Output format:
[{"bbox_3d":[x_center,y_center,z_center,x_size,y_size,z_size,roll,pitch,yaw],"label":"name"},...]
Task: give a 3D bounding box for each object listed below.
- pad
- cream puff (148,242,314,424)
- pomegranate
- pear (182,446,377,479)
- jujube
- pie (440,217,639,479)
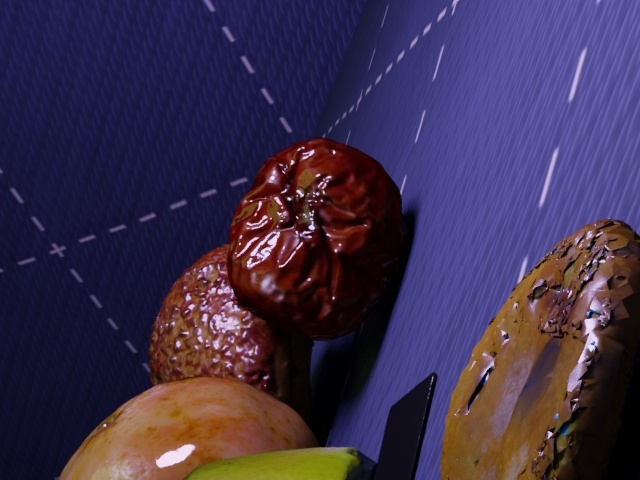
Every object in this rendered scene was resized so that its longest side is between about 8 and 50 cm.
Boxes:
[{"bbox_3d":[0.063,0.260,1.391,0.170,0.006,0.246,121,165,-67],"label":"pad"},{"bbox_3d":[-0.118,0.164,1.921,0.350,0.228,0.351,-176,90,-89],"label":"cream puff"},{"bbox_3d":[-0.134,0.326,1.651,0.342,0.342,0.343,-162,90,-83],"label":"pomegranate"},{"bbox_3d":[-0.092,0.359,1.331,0.399,0.165,0.399,20,-90,-82],"label":"pear"},{"bbox_3d":[0.000,0.000,1.730,0.213,0.213,0.232,142,152,-78],"label":"jujube"},{"bbox_3d":[0.143,0.103,0.896,0.273,0.069,0.273,-163,90,-81],"label":"pie"}]
